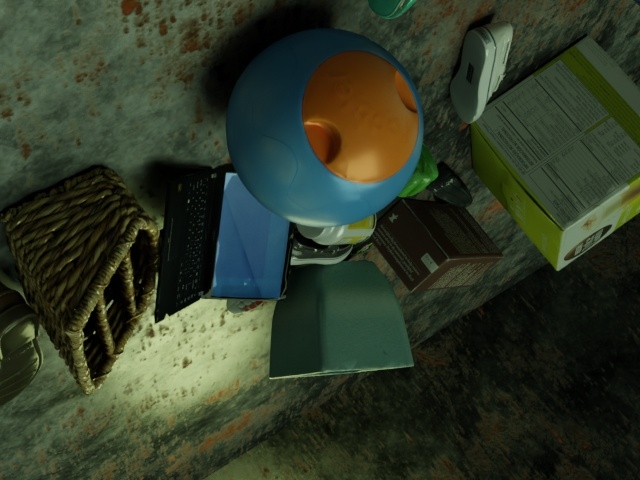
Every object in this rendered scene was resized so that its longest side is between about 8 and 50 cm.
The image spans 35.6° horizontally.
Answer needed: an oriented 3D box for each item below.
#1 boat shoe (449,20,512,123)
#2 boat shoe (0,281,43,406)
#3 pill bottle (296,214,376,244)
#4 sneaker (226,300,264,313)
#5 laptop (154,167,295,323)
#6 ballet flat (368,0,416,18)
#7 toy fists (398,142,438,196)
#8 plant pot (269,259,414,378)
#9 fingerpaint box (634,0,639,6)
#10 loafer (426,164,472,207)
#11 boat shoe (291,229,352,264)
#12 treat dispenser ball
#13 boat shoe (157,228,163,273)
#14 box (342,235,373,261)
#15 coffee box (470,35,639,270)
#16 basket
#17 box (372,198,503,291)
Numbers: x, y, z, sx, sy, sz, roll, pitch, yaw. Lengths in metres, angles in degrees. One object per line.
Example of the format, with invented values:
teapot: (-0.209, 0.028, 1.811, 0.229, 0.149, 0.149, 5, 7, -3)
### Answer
boat shoe: (0.315, -0.318, 1.910, 0.084, 0.095, 0.258, -26, 160, -15)
boat shoe: (-0.520, 0.164, 1.615, 0.111, 0.104, 0.307, -32, 161, -39)
pill bottle: (0.030, -0.043, 2.054, 0.103, 0.103, 0.184, -45, 159, 24)
sneaker: (-0.137, 0.120, 2.220, 0.158, 0.061, 0.065, -30, 166, -14)
laptop: (-0.149, 0.008, 1.648, 0.264, 0.137, 0.234, -30, 129, -70)
ballet flat: (0.149, -0.427, 1.427, 0.247, 0.083, 0.087, -53, 179, 40)
toy fists: (0.119, -0.143, 1.912, 0.279, 0.142, 0.096, -11, 149, -50)
plant pot: (0.034, 0.176, 2.266, 0.247, 0.252, 0.248, 0, 170, -32)
fingerpaint box: (0.522, -0.449, 1.535, 0.163, 0.371, 0.445, -44, 160, 21)
loafer: (0.307, -0.120, 2.395, 0.078, 0.076, 0.223, -35, 157, 12)
boat shoe: (0.000, 0.000, 2.156, 0.229, 0.080, 0.076, -3, 144, -45)
treat dispenser ball: (0.006, -0.163, 1.455, 0.288, 0.288, 0.288, -32, 160, -13)
boat shoe: (-0.225, 0.030, 1.786, 0.335, 0.096, 0.112, 13, 89, -64)
box: (0.073, 0.003, 2.311, 0.083, 0.052, 0.062, -30, 161, -12)
coffee box: (0.573, -0.187, 2.278, 0.334, 0.338, 0.337, -35, 160, -2)
basket: (-0.326, 0.063, 1.520, 0.214, 0.223, 0.299, -28, 158, -21)
box: (0.295, 0.014, 2.502, 0.143, 0.191, 0.381, -44, 159, 21)
